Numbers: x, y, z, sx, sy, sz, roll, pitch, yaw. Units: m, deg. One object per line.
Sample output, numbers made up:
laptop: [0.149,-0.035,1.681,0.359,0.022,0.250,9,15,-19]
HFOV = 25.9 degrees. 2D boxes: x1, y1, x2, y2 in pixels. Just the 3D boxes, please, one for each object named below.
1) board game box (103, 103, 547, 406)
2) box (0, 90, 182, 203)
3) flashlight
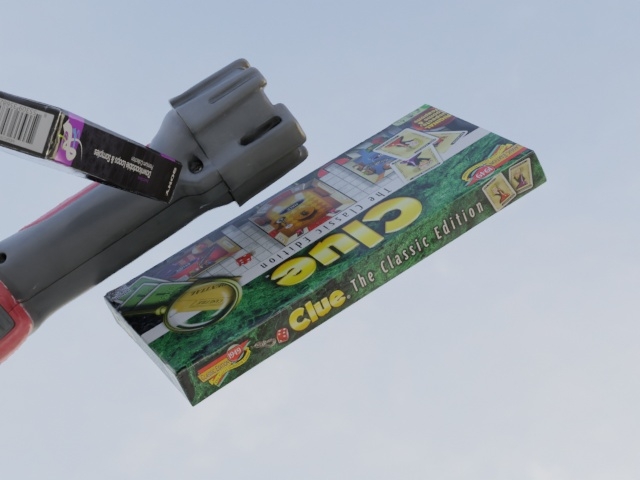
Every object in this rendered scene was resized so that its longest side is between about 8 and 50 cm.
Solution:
board game box: [0.000,0.000,0.873,0.259,0.136,0.030,-32,-58,-15]
box: [-0.153,-0.057,0.727,0.116,0.029,0.162,18,0,17]
flashlight: [-0.157,-0.007,0.894,0.304,0.103,0.103,-35,-11,-5]
